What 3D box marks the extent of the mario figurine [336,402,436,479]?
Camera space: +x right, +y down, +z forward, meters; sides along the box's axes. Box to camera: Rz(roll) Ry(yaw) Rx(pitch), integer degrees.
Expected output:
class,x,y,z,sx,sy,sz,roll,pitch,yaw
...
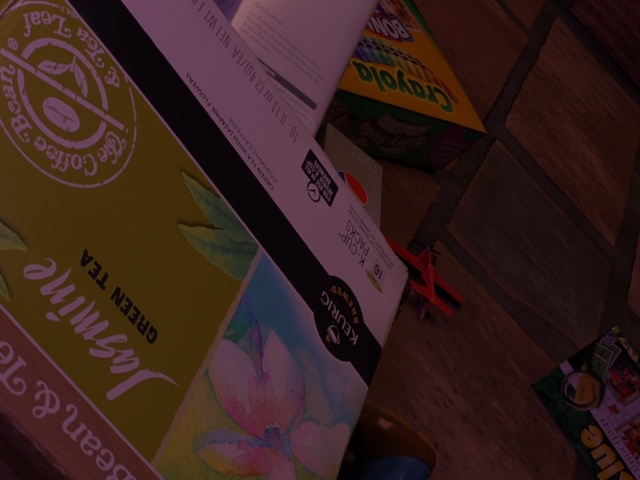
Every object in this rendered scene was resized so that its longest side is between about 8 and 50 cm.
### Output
class,x,y,z,sx,sy,sz,roll,pitch,yaw
mario figurine,-0.030,0.264,0.915,0.198,0.170,0.320,68,34,-45

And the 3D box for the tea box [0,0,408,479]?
class,x,y,z,sx,sy,sz,roll,pitch,yaw
tea box,-0.151,0.034,0.757,0.329,0.220,0.323,52,39,-26

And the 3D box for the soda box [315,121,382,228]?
class,x,y,z,sx,sy,sz,roll,pitch,yaw
soda box,0.000,0.000,1.378,0.091,0.098,0.286,37,30,-20

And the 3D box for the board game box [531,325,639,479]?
class,x,y,z,sx,sy,sz,roll,pitch,yaw
board game box,0.386,0.250,1.598,0.030,0.136,0.259,-13,65,-56

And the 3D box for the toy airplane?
class,x,y,z,sx,sy,sz,roll,pitch,yaw
toy airplane,0.129,0.045,1.588,0.151,0.028,0.151,34,31,-24

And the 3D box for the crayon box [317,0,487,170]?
class,x,y,z,sx,sy,sz,roll,pitch,yaw
crayon box,0.031,-0.267,1.743,0.363,0.106,0.313,8,48,-51

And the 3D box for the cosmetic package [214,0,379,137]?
class,x,y,z,sx,sy,sz,roll,pitch,yaw
cosmetic package,-0.073,-0.206,1.297,0.138,0.224,0.224,36,66,-26
